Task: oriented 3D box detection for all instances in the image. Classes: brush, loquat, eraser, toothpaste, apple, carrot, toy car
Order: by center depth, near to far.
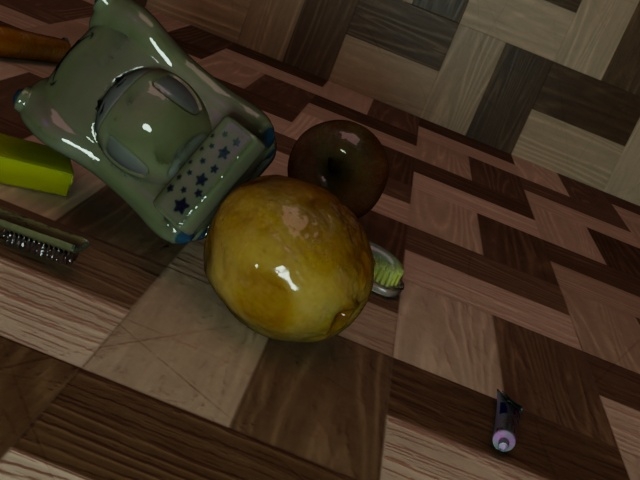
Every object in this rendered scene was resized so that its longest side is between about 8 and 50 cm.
[{"bbox_3d":[-0.407,-0.022,1.187,0.248,0.036,0.043,19,13,13],"label":"brush"},{"bbox_3d":[0.238,0.232,1.209,0.045,0.028,0.170,35,16,5],"label":"toothpaste"},{"bbox_3d":[-0.037,0.023,1.220,0.238,0.193,0.238,18,27,-9],"label":"loquat"},{"bbox_3d":[-0.245,-0.167,1.323,0.336,0.242,0.226,40,1,1],"label":"toy car"},{"bbox_3d":[-0.431,-0.112,1.391,0.122,0.045,0.097,13,20,-28],"label":"eraser"},{"bbox_3d":[0.001,-0.002,1.547,0.313,0.067,0.072,25,19,17],"label":"brush"},{"bbox_3d":[0.034,-0.129,1.744,0.188,0.188,0.174,26,14,11],"label":"apple"},{"bbox_3d":[-0.622,-0.411,1.984,0.067,0.067,0.225,31,19,27],"label":"carrot"}]
